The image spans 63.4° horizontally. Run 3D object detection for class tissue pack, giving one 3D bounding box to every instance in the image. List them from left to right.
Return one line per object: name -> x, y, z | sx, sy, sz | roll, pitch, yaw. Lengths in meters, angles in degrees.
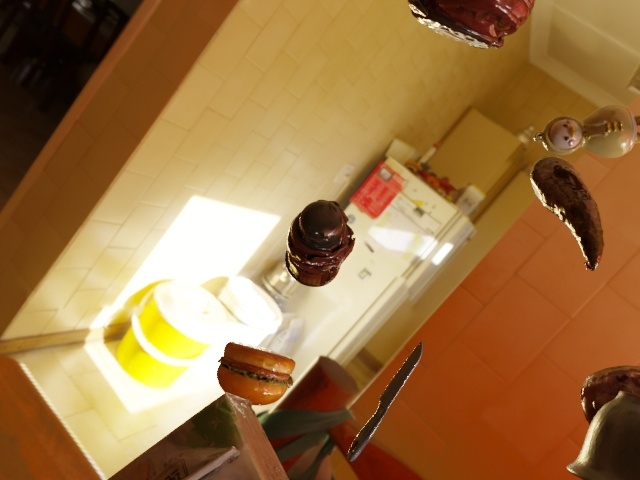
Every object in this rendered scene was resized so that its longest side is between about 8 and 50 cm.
tissue pack -> -0.173, 0.315, 0.636 | 0.159, 0.229, 0.145 | 53, -1, 36

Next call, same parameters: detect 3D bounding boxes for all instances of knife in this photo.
knife -> 0.146, 0.360, 1.159 | 0.019, 0.313, 0.044 | 30, 5, -26

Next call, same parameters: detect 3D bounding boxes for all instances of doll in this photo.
doll -> 0.729, -0.287, 1.388 | 0.296, 0.141, 0.117 | -5, 1, 1

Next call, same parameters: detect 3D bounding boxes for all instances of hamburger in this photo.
hamburger -> -0.198, 0.406, 1.558 | 0.246, 0.170, 0.246 | 17, -13, 4

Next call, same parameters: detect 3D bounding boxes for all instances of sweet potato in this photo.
sweet potato -> 0.671, -0.105, 1.402 | 0.130, 0.130, 0.422 | 33, 32, -30

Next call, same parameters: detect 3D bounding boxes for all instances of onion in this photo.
onion -> 0.797, 0.415, 1.317 | 0.206, 0.207, 0.216 | 38, 44, -28

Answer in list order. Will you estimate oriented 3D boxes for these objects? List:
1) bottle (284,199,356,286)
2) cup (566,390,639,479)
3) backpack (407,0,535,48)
bottle -> 0.000, 0.000, 1.096 | 0.143, 0.156, 0.271 | 13, -22, 0
cup -> 0.514, 0.326, 0.832 | 0.199, 0.150, 0.199 | 13, -9, 2
backpack -> 0.288, -0.446, 0.963 | 0.229, 0.138, 0.229 | 16, 13, -4
